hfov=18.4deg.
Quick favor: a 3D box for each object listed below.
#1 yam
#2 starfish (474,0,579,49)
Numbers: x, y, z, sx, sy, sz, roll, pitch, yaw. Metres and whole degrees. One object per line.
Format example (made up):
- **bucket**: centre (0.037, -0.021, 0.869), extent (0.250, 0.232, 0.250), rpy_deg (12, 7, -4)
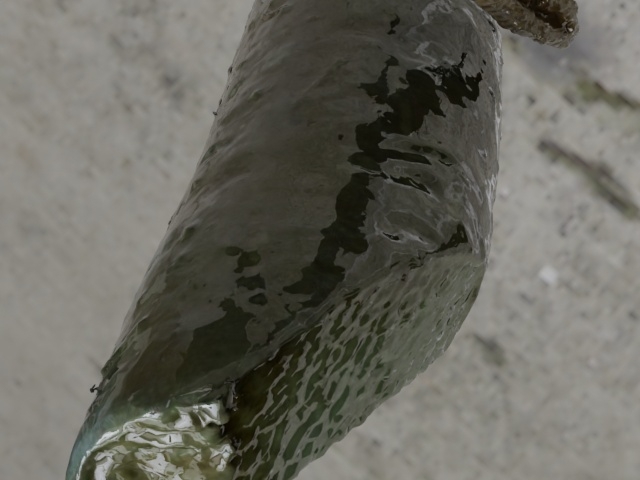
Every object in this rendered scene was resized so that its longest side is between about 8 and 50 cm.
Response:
- **yam**: centre (0.000, 0.000, 0.603), extent (0.106, 0.259, 0.106), rpy_deg (5, 127, 7)
- **starfish**: centre (0.036, -0.124, 0.574), extent (0.057, 0.213, 0.238), rpy_deg (-1, 140, 16)
